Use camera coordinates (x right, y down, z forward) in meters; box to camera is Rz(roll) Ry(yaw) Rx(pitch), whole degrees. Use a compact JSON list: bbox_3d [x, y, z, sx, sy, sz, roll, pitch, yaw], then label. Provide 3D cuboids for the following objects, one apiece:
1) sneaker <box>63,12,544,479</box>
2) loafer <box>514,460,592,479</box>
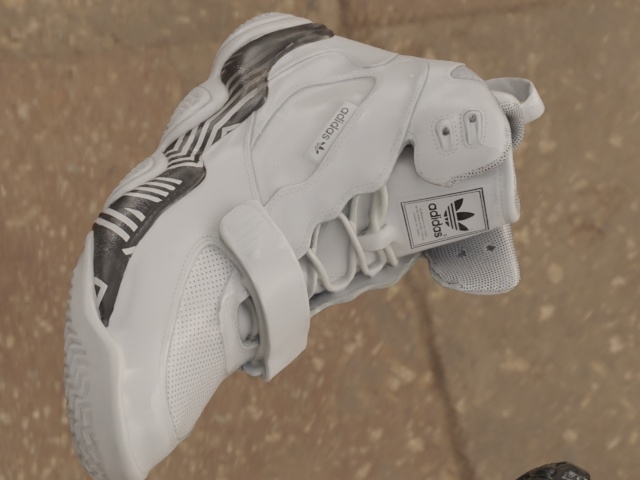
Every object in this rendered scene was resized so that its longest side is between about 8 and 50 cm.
[{"bbox_3d":[0.000,0.000,0.957,0.210,0.137,0.366,8,46,19],"label":"sneaker"},{"bbox_3d":[0.040,0.161,0.595,0.076,0.223,0.078,41,47,9],"label":"loafer"}]
